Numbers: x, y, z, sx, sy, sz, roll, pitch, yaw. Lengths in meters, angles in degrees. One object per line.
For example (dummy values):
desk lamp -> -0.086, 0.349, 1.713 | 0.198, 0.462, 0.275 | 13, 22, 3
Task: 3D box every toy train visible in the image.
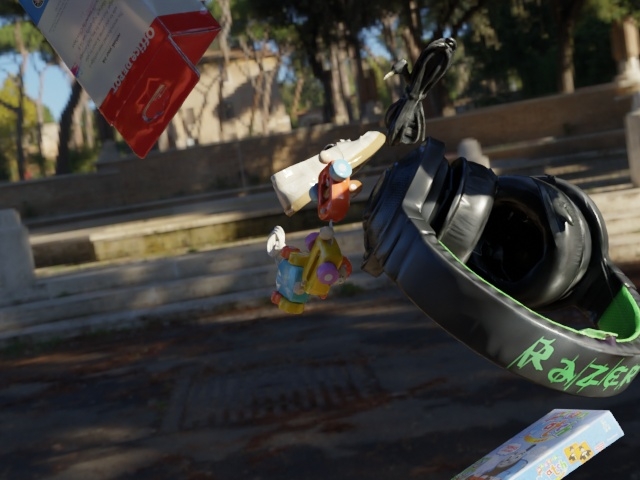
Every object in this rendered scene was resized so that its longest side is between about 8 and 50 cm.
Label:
toy train -> 0.000, 0.000, 0.851 | 0.046, 0.125, 0.166 | 9, -30, -22

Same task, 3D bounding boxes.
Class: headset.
headset -> 0.150, -0.033, 0.798 | 0.243, 0.185, 0.394 | 13, 27, -30

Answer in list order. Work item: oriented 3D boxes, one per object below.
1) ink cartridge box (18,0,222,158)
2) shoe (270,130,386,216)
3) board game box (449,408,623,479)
ink cartridge box -> -0.193, -0.213, 0.901 | 0.078, 0.231, 0.134 | -26, -15, -50
shoe -> 0.015, -0.109, 1.251 | 0.219, 0.058, 0.076 | -37, -3, -40
board game box -> 0.243, 0.276, 1.097 | 0.211, 0.039, 0.160 | -30, -4, -12
